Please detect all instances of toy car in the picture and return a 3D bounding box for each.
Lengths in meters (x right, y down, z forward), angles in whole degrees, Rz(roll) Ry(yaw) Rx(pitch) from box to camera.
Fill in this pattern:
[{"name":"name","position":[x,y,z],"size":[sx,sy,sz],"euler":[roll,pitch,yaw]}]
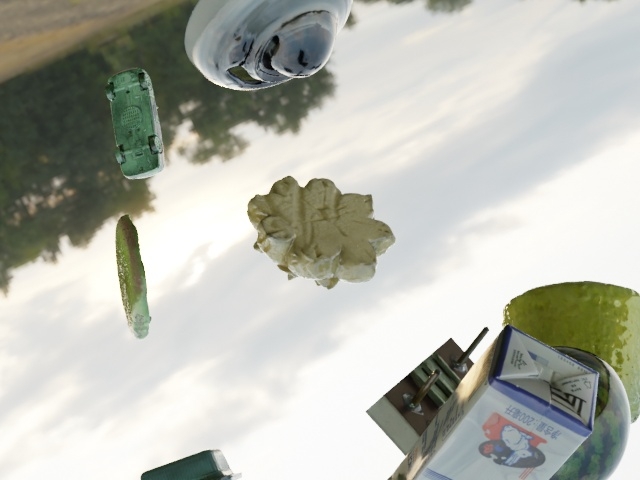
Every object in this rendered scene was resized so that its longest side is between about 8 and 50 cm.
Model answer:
[{"name":"toy car","position":[-0.365,-0.234,2.256],"size":[0.090,0.224,0.076],"euler":[-15,166,16]}]

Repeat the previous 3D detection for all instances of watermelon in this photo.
[{"name":"watermelon","position":[0.430,0.338,2.094],"size":[0.285,0.285,0.285],"euler":[-24,-167,6]}]

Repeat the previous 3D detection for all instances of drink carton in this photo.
[{"name":"drink carton","position":[0.188,0.256,1.326],"size":[0.315,0.130,0.106],"euler":[-60,-178,36]}]

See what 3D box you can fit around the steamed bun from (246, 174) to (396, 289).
[{"name":"steamed bun","position":[0.000,0.000,2.255],"size":[0.295,0.292,0.137],"euler":[-32,149,-47]}]

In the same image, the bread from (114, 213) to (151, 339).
[{"name":"bread","position":[-0.439,0.080,2.596],"size":[0.045,0.301,0.301],"euler":[-7,-173,-18]}]

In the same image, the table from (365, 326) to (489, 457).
[{"name":"table","position":[0.184,0.206,1.544],"size":[0.111,0.121,0.240],"euler":[-47,170,30]}]

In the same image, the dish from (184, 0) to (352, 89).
[{"name":"dish","position":[-0.047,-0.293,1.621],"size":[0.273,0.134,0.273],"euler":[-28,158,-12]}]

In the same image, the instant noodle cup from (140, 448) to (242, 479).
[{"name":"instant noodle cup","position":[-0.235,0.417,1.971],"size":[0.179,0.070,0.157],"euler":[-21,170,2]}]

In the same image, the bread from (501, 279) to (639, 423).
[{"name":"bread","position":[0.582,0.268,2.578],"size":[0.348,0.348,0.308],"euler":[-13,-120,43]}]
